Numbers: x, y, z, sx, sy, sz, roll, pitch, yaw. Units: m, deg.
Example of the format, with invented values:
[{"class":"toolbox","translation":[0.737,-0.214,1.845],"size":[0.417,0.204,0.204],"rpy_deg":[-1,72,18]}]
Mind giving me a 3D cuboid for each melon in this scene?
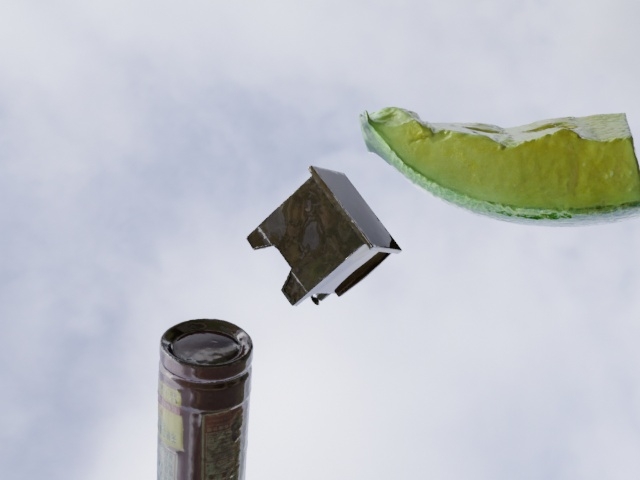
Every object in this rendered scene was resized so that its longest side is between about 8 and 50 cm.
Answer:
[{"class":"melon","translation":[0.202,-0.083,1.394],"size":[0.196,0.323,0.124],"rpy_deg":[-51,-36,-76]}]

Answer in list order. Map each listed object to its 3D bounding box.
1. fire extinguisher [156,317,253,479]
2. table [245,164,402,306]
[{"class":"fire extinguisher","translation":[-0.083,0.193,1.015],"size":[0.075,0.106,0.252],"rpy_deg":[-43,-38,-58]},{"class":"table","translation":[0.000,0.000,0.997],"size":[0.083,0.082,0.070],"rpy_deg":[54,-164,16]}]
